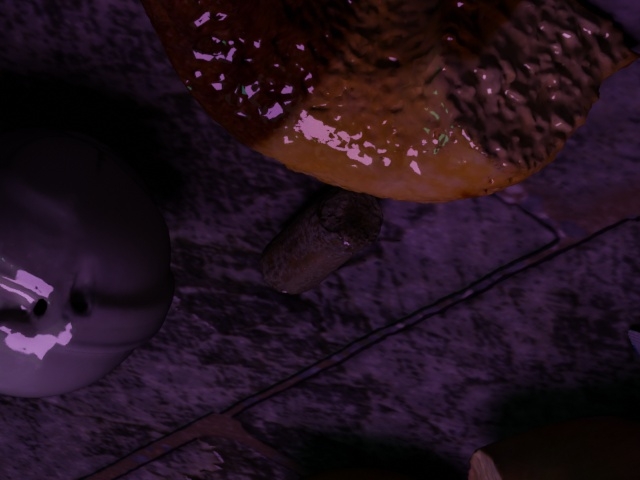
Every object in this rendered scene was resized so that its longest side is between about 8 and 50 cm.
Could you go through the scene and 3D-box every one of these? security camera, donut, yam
[{"bbox_3d":[-0.217,-0.009,1.020,0.277,0.197,0.191,19,-171,-7],"label":"security camera"},{"bbox_3d":[-0.010,-0.104,0.841,0.295,0.112,0.151,34,143,-21],"label":"donut"},{"bbox_3d":[0.000,0.000,1.061,0.043,0.043,0.094,27,149,-14],"label":"yam"}]

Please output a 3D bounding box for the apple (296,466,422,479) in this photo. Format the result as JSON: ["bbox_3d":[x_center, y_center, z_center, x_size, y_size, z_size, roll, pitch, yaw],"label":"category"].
[{"bbox_3d":[0.034,0.264,1.312,0.196,0.196,0.196,13,148,8],"label":"apple"}]

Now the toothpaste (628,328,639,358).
[{"bbox_3d":[0.301,0.096,1.050,0.234,0.057,0.089,6,145,31],"label":"toothpaste"}]

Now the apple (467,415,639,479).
[{"bbox_3d":[0.219,0.241,1.136,0.163,0.293,0.251,-18,111,-4],"label":"apple"}]
